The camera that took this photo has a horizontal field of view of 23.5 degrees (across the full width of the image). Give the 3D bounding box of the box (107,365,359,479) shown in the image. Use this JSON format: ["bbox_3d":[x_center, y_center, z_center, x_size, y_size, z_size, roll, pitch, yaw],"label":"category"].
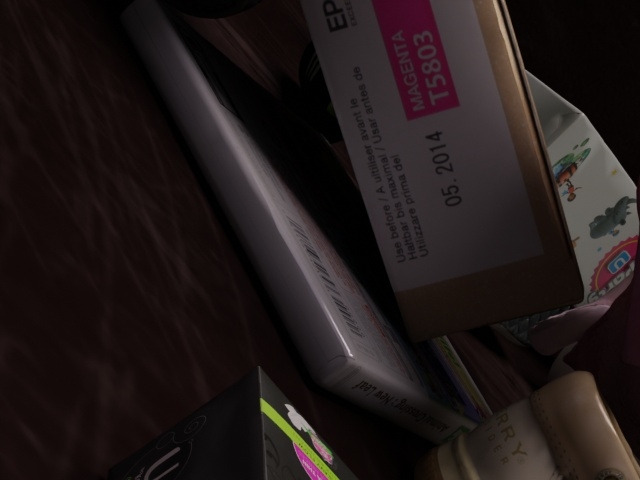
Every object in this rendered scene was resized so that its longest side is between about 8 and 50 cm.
[{"bbox_3d":[-0.009,0.086,0.377,0.083,0.052,0.062,51,11,-22],"label":"box"}]

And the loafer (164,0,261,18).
[{"bbox_3d":[-0.128,-0.207,0.661,0.319,0.112,0.111,48,48,-31],"label":"loafer"}]

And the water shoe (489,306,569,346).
[{"bbox_3d":[0.093,0.011,1.007,0.080,0.073,0.203,34,-6,38],"label":"water shoe"}]

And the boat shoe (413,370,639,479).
[{"bbox_3d":[0.163,0.183,0.666,0.302,0.098,0.109,51,12,-17],"label":"boat shoe"}]

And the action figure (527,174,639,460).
[{"bbox_3d":[0.221,-0.020,0.696,0.276,0.248,0.370,48,-7,40],"label":"action figure"}]

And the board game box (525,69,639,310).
[{"bbox_3d":[0.157,-0.047,1.194,0.224,0.097,0.303,47,5,41],"label":"board game box"}]

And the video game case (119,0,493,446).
[{"bbox_3d":[0.000,0.000,0.731,0.212,0.023,0.193,60,13,29],"label":"video game case"}]

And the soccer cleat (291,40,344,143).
[{"bbox_3d":[0.008,-0.090,0.940,0.060,0.072,0.179,51,-9,-11],"label":"soccer cleat"}]

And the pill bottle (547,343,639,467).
[{"bbox_3d":[0.266,0.159,1.063,0.131,0.131,0.229,36,22,-57],"label":"pill bottle"}]

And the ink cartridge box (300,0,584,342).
[{"bbox_3d":[0.052,-0.091,0.753,0.193,0.088,0.235,-68,141,-76],"label":"ink cartridge box"}]
